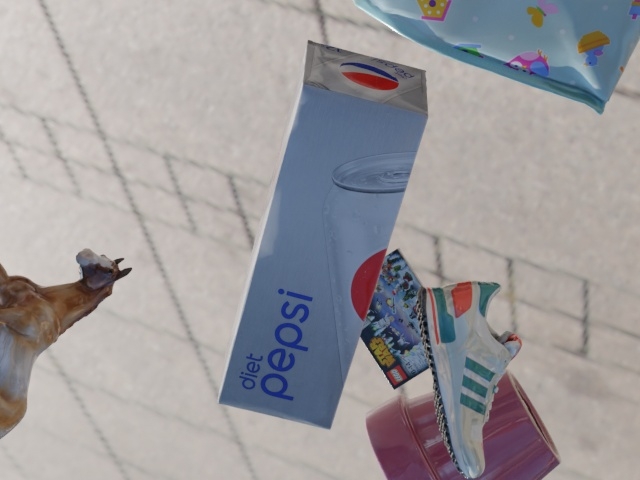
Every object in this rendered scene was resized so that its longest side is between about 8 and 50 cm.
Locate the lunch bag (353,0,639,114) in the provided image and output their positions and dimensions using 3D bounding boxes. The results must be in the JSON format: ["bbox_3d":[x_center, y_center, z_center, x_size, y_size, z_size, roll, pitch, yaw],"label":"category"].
[{"bbox_3d":[0.179,-0.269,1.386,0.262,0.160,0.223,21,117,-5],"label":"lunch bag"}]

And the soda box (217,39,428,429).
[{"bbox_3d":[0.000,0.000,1.178,0.098,0.091,0.286,14,117,-5],"label":"soda box"}]

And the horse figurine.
[{"bbox_3d":[-0.287,0.105,1.310,0.066,0.263,0.174,23,176,35],"label":"horse figurine"}]

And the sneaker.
[{"bbox_3d":[0.123,0.106,1.183,0.075,0.161,0.057,-13,-168,-1],"label":"sneaker"}]

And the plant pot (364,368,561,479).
[{"bbox_3d":[0.178,0.252,1.826,0.180,0.201,0.201,-30,134,8],"label":"plant pot"}]

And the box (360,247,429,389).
[{"bbox_3d":[0.088,0.090,1.767,0.137,0.094,0.027,57,-172,3],"label":"box"}]
